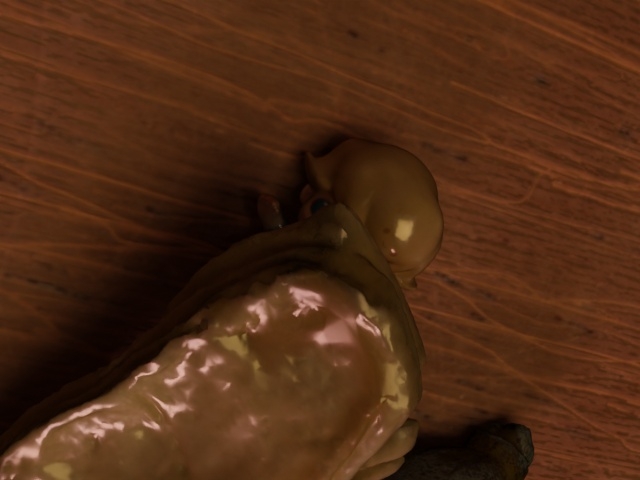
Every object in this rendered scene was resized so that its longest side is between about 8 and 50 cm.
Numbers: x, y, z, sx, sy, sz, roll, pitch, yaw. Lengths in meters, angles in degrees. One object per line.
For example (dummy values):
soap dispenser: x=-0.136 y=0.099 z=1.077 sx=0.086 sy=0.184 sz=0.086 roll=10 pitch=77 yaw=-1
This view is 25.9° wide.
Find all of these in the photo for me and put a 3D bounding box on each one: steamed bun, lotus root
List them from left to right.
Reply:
steamed bun: x=-0.071 y=0.161 z=1.028 sx=0.428 sy=0.189 sz=0.247 roll=-40 pitch=93 yaw=18
lotus root: x=0.074 y=0.267 z=1.212 sx=0.322 sy=0.140 sz=0.158 roll=-29 pitch=124 yaw=-17

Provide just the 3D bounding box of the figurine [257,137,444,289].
figurine: x=0.000 y=0.000 z=1.067 sx=0.196 sy=0.114 sz=0.108 roll=-27 pitch=147 yaw=-2
